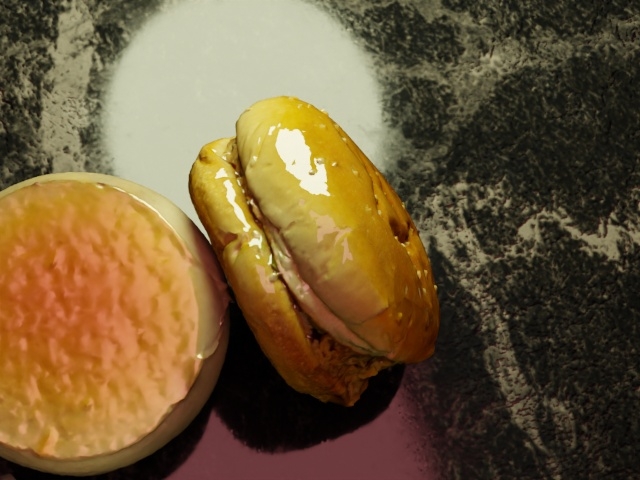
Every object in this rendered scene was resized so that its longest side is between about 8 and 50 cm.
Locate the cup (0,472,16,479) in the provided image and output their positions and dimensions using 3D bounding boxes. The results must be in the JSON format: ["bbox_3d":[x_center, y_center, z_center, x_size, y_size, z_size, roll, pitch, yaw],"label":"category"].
[{"bbox_3d":[-0.348,0.280,1.142,0.141,0.120,0.120,-15,71,-29],"label":"cup"}]

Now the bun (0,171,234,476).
[{"bbox_3d":[-0.231,0.082,1.201,0.299,0.165,0.298,0,82,0],"label":"bun"}]

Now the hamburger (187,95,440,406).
[{"bbox_3d":[0.000,0.000,1.215,0.170,0.290,0.314,-29,71,11],"label":"hamburger"}]
